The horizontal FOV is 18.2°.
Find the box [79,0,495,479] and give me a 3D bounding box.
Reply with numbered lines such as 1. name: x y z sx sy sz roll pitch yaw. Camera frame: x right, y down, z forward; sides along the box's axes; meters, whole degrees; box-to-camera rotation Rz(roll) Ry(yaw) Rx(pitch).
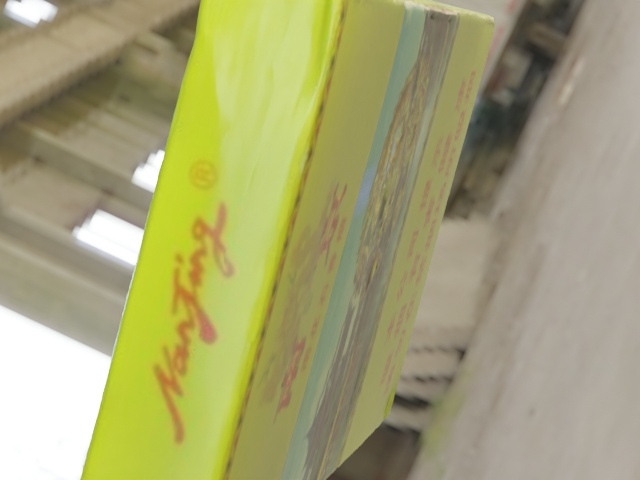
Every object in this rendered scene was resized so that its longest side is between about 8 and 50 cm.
1. box: 0.000 0.000 0.708 0.335 0.047 0.187 -21 -53 -77
